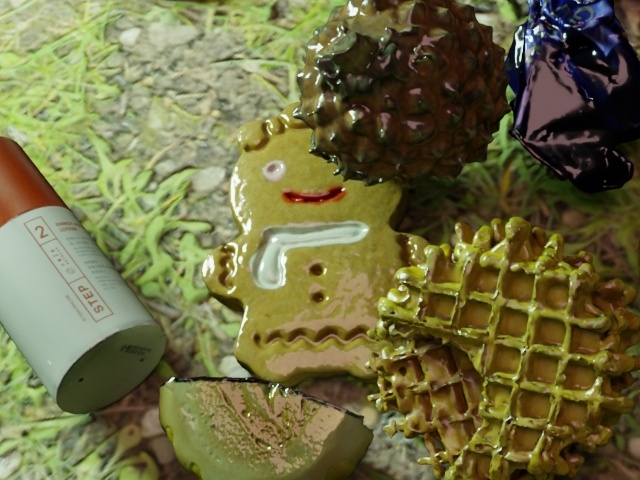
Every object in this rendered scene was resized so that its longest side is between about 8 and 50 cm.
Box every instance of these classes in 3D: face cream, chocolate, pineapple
[{"bbox_3d":[-0.215,0.024,1.362,0.096,0.096,0.214,-34,63,-12],"label":"face cream"},{"bbox_3d":[0.186,-0.193,1.420,0.148,0.126,0.343,-12,61,-15],"label":"chocolate"},{"bbox_3d":[0.053,-0.117,1.316,0.166,0.193,0.166,-5,78,25],"label":"pineapple"}]

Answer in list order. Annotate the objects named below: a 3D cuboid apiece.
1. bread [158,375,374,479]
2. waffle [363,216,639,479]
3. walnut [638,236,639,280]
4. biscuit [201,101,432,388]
[{"bbox_3d":[-0.038,0.150,1.281,0.157,0.083,0.094,-3,64,7],"label":"bread"},{"bbox_3d":[0.128,0.086,1.266,0.193,0.070,0.197,41,102,16],"label":"waffle"},{"bbox_3d":[0.321,0.035,1.266,0.159,0.159,0.206,-34,69,-12],"label":"walnut"},{"bbox_3d":[0.000,-0.002,1.387,0.184,0.035,0.248,-2,61,5],"label":"biscuit"}]
